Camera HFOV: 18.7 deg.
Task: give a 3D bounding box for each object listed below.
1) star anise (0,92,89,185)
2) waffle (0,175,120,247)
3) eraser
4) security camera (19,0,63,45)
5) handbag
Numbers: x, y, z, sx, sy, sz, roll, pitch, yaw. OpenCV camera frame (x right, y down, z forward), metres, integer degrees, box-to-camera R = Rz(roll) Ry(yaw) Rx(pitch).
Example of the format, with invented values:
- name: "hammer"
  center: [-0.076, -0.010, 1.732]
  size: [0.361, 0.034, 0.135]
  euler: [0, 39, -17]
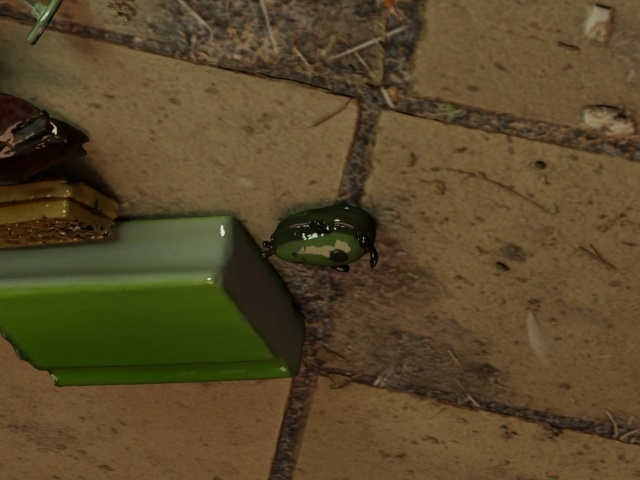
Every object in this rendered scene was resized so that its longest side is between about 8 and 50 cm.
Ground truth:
- name: "star anise"
  center: [-0.330, -0.096, 1.690]
  size: [0.288, 0.088, 0.288]
  euler: [4, 169, 1]
- name: "waffle"
  center: [-0.276, -0.025, 1.841]
  size: [0.148, 0.042, 0.102]
  euler: [-4, 165, 22]
- name: "eraser"
  center: [-0.178, 0.067, 1.937]
  size: [0.274, 0.092, 0.210]
  euler: [-5, 145, 23]
- name: "security camera"
  center: [-0.257, -0.206, 1.579]
  size: [0.092, 0.058, 0.058]
  euler: [32, 144, -14]
- name: "handbag"
  center: [0.000, 0.000, 1.809]
  size: [0.111, 0.047, 0.072]
  euler: [-4, 144, 20]
